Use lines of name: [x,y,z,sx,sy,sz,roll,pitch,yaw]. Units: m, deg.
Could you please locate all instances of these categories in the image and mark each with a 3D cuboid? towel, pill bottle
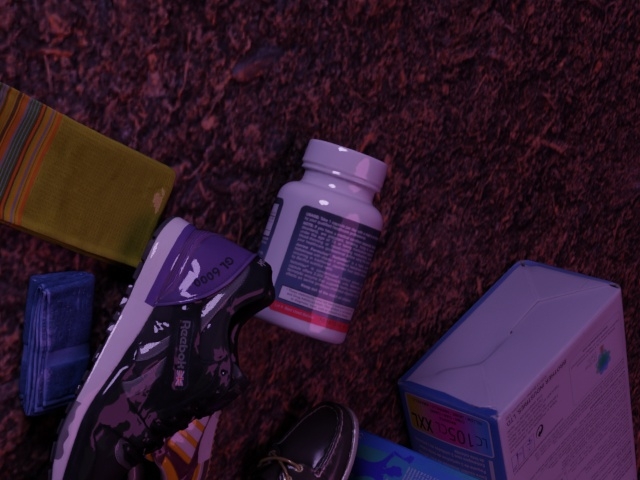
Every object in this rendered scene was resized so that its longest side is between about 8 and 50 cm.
towel: [-0.208,-0.048,1.198,0.237,0.021,0.102,26,84,-53]
pill bottle: [0.000,0.000,1.404,0.108,0.108,0.180,20,89,-53]
towel: [-0.220,0.086,1.231,0.067,0.029,0.119,-11,112,-50]

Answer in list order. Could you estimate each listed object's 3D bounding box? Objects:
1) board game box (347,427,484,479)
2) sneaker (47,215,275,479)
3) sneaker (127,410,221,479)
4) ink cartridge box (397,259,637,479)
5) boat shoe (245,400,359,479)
board game box: [0.084,0.304,1.548,0.160,0.210,0.047,-61,141,-13]
sneaker: [-0.132,0.127,1.251,0.107,0.124,0.283,66,48,-80]
sneaker: [-0.138,0.161,1.329,0.084,0.070,0.185,-15,115,-53]
ink cartridge box: [0.256,0.264,1.793,0.270,0.151,0.395,-40,131,-34]
boat shoe: [-0.040,0.257,1.478,0.227,0.081,0.068,-58,142,-11]
